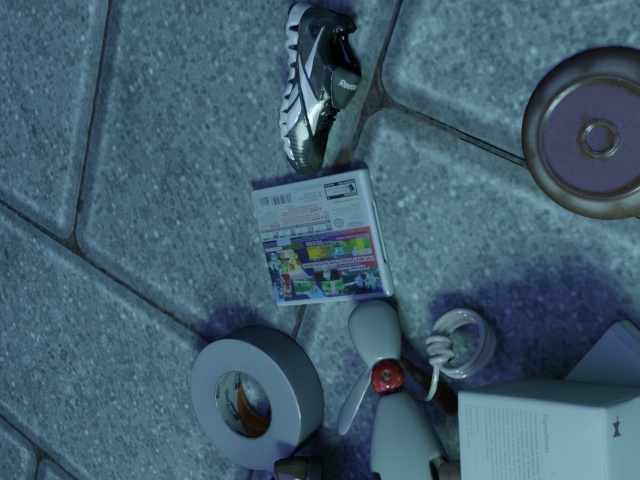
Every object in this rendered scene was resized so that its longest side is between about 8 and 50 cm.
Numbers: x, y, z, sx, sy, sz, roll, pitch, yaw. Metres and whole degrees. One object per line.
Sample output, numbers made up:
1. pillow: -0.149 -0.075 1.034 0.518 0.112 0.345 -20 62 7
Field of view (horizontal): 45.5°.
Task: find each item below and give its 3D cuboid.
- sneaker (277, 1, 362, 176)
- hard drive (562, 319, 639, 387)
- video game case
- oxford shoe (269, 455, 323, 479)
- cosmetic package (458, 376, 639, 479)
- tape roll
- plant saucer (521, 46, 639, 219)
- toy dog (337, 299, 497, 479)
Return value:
1. sneaker: 0.004 -0.197 1.023 0.106 0.078 0.235 12 107 33
2. hard drive: 0.389 0.271 0.862 0.308 0.040 0.203 52 126 34
3. video game case: 0.000 0.000 1.114 0.201 0.023 0.184 -8 98 33
4. oxford shoe: -0.049 0.409 1.195 0.096 0.083 0.227 5 126 1
5. cosmetic package: 0.272 0.239 0.847 0.183 0.151 0.152 -5 86 49
6. tape roll: -0.103 0.250 1.220 0.219 0.072 0.219 10 109 31
7. plant saucer: 0.320 -0.117 0.865 0.198 0.036 0.199 10 108 32
8. toy dog: 0.118 0.257 1.016 0.220 0.161 0.334 3 62 18
